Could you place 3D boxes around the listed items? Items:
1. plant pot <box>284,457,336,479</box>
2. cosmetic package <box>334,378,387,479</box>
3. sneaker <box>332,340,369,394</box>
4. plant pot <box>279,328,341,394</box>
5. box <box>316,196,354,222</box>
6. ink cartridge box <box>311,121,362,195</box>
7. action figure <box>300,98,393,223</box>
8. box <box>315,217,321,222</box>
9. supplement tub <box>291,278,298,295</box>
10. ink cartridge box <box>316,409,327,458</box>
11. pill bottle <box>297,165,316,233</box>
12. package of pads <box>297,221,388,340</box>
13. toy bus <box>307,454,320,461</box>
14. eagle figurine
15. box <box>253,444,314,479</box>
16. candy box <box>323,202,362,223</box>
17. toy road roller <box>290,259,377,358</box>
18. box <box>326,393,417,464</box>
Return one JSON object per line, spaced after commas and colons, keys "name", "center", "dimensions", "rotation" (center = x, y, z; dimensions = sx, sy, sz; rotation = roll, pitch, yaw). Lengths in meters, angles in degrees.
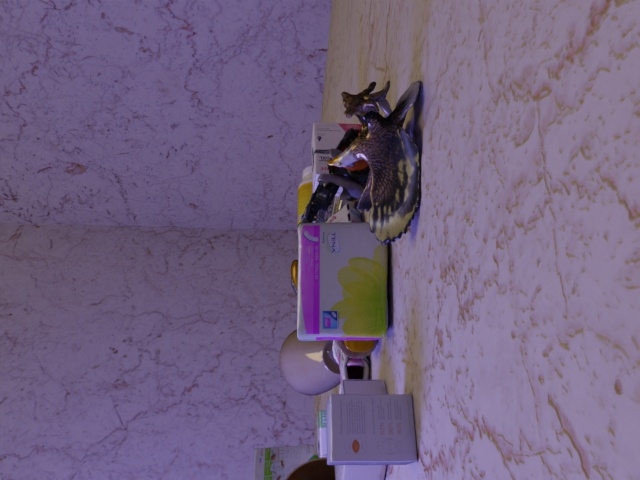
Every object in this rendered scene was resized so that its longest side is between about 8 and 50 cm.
{"name": "plant pot", "center": [0.018, 0.796, 1.530], "dimensions": [0.237, 0.237, 0.254], "rotation": [-99, 3, -66]}
{"name": "cosmetic package", "center": [0.104, 0.523, 1.391], "dimensions": [0.160, 0.113, 0.310], "rotation": [-97, 10, -59]}
{"name": "sneaker", "center": [0.100, 0.361, 1.633], "dimensions": [0.111, 0.102, 0.252], "rotation": [104, 160, -53]}
{"name": "plant pot", "center": [0.014, 0.413, 1.921], "dimensions": [0.274, 0.256, 0.257], "rotation": [143, 130, -64]}
{"name": "box", "center": [0.060, -0.161, 1.944], "dimensions": [0.183, 0.056, 0.231], "rotation": [42, 125, 58]}
{"name": "ink cartridge box", "center": [0.060, -0.265, 1.765], "dimensions": [0.100, 0.171, 0.237], "rotation": [98, 172, -54]}
{"name": "action figure", "center": [0.087, -0.168, 1.437], "dimensions": [0.341, 0.178, 0.330], "rotation": [-62, -9, -16]}
{"name": "box", "center": [0.052, -0.109, 2.092], "dimensions": [0.232, 0.059, 0.184], "rotation": [162, 110, -64]}
{"name": "supplement tub", "center": [-0.034, 0.191, 2.587], "dimensions": [0.338, 0.207, 0.207], "rotation": [155, 116, -84]}
{"name": "ink cartridge box", "center": [0.048, 0.767, 1.968], "dimensions": [0.198, 0.114, 0.273], "rotation": [99, 170, -64]}
{"name": "pill bottle", "center": [-0.015, -0.177, 2.567], "dimensions": [0.188, 0.187, 0.334], "rotation": [102, 168, -67]}
{"name": "package of pads", "center": [0.057, 0.100, 1.363], "dimensions": [0.101, 0.229, 0.297], "rotation": [91, 179, -77]}
{"name": "toy bus", "center": [0.073, 0.759, 1.756], "dimensions": [0.202, 0.104, 0.191], "rotation": [11, 135, 55]}
{"name": "eagle figurine", "center": [0.125, -0.175, 1.161], "dimensions": [0.226, 0.225, 0.298], "rotation": [-45, -61, -34]}
{"name": "box", "center": [-0.126, 0.874, 1.977], "dimensions": [0.262, 0.231, 0.127], "rotation": [-109, 18, -75]}
{"name": "candy box", "center": [0.066, 0.012, 1.770], "dimensions": [0.159, 0.071, 0.233], "rotation": [-38, 36, 29]}
{"name": "toy road roller", "center": [0.035, 0.155, 1.533], "dimensions": [0.202, 0.240, 0.330], "rotation": [167, 104, -86]}
{"name": "box", "center": [0.100, 0.387, 1.111], "dimensions": [0.091, 0.170, 0.130], "rotation": [100, 171, -63]}
